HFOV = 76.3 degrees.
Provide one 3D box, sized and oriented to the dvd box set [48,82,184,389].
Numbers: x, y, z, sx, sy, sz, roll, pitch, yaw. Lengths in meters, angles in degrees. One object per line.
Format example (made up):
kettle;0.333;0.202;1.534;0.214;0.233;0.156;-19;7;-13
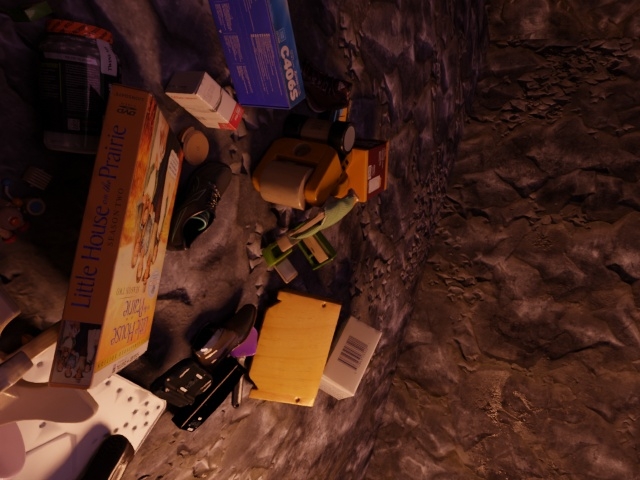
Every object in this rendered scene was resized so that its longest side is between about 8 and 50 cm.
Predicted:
dvd box set;-0.322;0.001;0.697;0.307;0.062;0.421;149;-50;-79

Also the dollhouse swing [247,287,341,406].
dollhouse swing;-0.099;0.348;1.455;0.314;0.305;0.347;16;89;-19

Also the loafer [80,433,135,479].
loafer;-0.447;0.512;0.820;0.220;0.080;0.078;-59;146;-26

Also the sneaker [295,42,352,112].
sneaker;0.007;-0.468;1.168;0.281;0.162;0.107;30;77;-59

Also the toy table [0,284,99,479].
toy table;-0.463;0.190;0.568;0.160;0.252;0.274;-35;114;-13

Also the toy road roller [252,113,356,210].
toy road roller;-0.023;-0.197;1.205;0.330;0.202;0.241;-61;153;-27

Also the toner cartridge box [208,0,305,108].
toner cartridge box;-0.149;-0.477;0.904;0.075;0.165;0.348;-50;142;-38

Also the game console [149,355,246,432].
game console;-0.301;0.363;1.019;0.213;0.044;0.361;-46;157;-21

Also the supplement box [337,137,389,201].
supplement box;0.156;-0.271;1.539;0.194;0.129;0.192;-33;129;-49

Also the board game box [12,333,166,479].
board game box;-0.532;0.420;0.768;0.390;0.050;0.390;-59;147;-26

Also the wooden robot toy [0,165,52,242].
wooden robot toy;-0.476;-0.037;0.632;0.173;0.078;0.076;-57;145;-28

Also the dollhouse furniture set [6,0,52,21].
dollhouse furniture set;-0.446;-0.380;0.551;0.076;0.058;0.152;-54;144;-33

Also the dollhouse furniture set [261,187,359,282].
dollhouse furniture set;0.000;0.000;1.204;0.151;0.301;0.197;55;41;-3

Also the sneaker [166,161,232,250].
sneaker;-0.272;-0.074;0.935;0.267;0.106;0.101;-59;145;-28

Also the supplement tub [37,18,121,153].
supplement tub;-0.385;-0.241;0.658;0.117;0.116;0.191;-16;117;-56

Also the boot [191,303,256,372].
boot;-0.259;0.248;1.119;0.219;0.082;0.106;-56;148;-26

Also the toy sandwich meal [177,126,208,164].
toy sandwich meal;-0.289;-0.212;0.922;0.085;0.029;0.086;-41;139;-49

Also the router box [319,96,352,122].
router box;0.047;-0.407;1.379;0.133;0.046;0.179;-1;104;-59

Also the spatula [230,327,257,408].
spatula;-0.244;0.393;1.244;0.084;0.030;0.297;2;112;-18

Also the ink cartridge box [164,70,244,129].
ink cartridge box;-0.247;-0.301;0.879;0.135;0.099;0.056;36;72;-59

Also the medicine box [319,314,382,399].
medicine box;0.095;0.474;1.634;0.264;0.149;0.289;-60;177;-25
